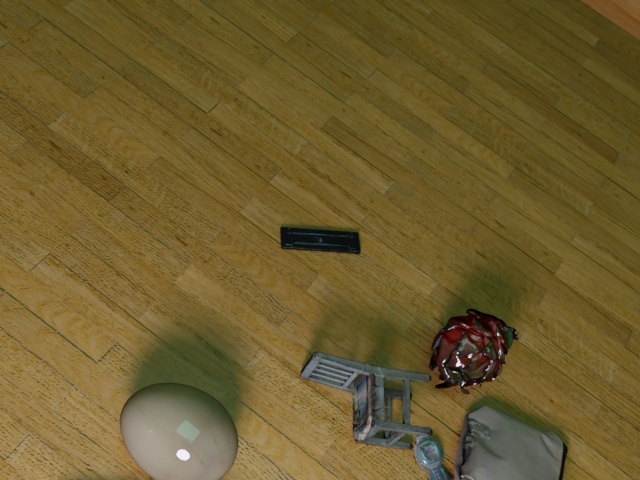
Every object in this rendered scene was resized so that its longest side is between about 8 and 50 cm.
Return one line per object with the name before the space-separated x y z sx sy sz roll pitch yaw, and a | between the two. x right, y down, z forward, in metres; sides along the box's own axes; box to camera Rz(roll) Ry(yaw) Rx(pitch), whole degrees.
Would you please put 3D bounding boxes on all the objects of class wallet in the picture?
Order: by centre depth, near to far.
wallet | 0.422 0.516 1.578 0.274 0.068 0.335 31 41 0

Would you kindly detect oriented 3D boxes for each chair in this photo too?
chair | 0.093 0.352 1.550 0.270 0.136 0.147 13 57 -12

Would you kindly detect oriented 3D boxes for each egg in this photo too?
egg | -0.274 0.374 1.394 0.241 0.186 0.186 31 57 4

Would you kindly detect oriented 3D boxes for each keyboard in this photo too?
keyboard | 0.000 0.000 1.797 0.204 0.013 0.061 4 60 -15

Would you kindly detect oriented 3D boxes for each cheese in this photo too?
cheese | 0.245 0.487 1.585 0.067 0.026 0.121 -12 66 -22

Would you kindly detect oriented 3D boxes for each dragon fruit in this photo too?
dragon fruit | 0.350 0.253 1.670 0.182 0.182 0.188 44 40 10
